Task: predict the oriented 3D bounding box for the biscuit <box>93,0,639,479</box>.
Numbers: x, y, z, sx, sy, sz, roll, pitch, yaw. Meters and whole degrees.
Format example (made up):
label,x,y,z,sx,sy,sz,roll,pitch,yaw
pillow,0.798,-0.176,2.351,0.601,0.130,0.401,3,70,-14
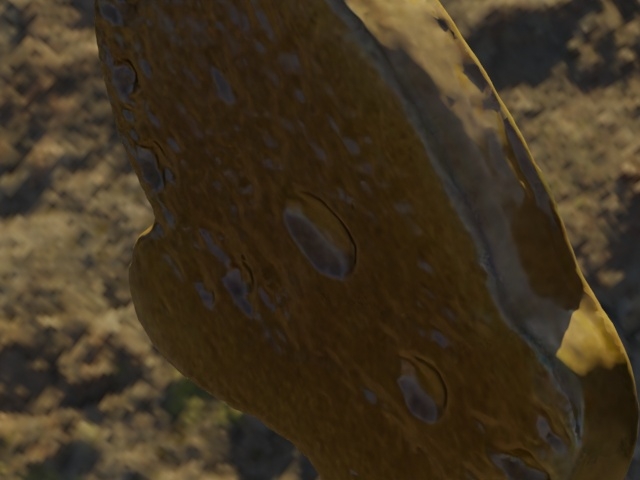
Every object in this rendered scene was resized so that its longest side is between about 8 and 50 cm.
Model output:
label,x,y,z,sx,sy,sz,roll,pitch,yaw
biscuit,0.002,-0.001,0.896,0.343,0.057,0.287,59,144,6
